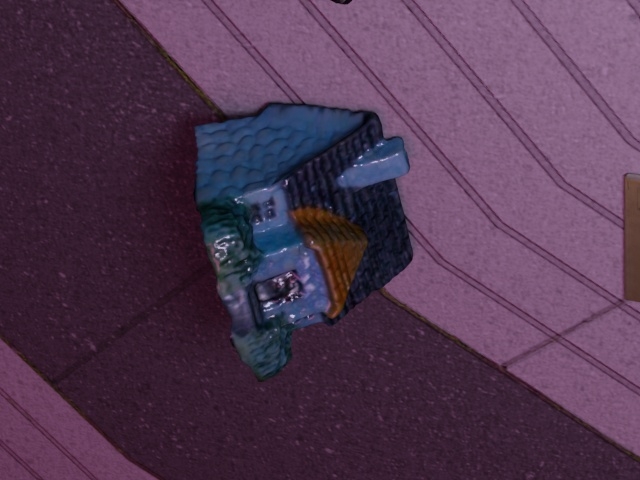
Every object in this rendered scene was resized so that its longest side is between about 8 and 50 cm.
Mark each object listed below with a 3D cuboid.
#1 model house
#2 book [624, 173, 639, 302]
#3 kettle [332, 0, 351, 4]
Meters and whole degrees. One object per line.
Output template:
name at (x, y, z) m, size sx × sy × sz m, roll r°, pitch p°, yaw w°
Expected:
model house at (0.000, 0.000, 2.086) m, size 0.241 × 0.226 × 0.261 m, roll -14°, pitch 132°, yaw 3°
book at (0.412, 0.014, 1.986) m, size 0.168 × 0.013 × 0.192 m, roll 12°, pitch 138°, yaw 20°
kettle at (-0.071, -0.357, 1.735) m, size 0.308 × 0.203 × 0.262 m, roll 32°, pitch 138°, yaw -9°
